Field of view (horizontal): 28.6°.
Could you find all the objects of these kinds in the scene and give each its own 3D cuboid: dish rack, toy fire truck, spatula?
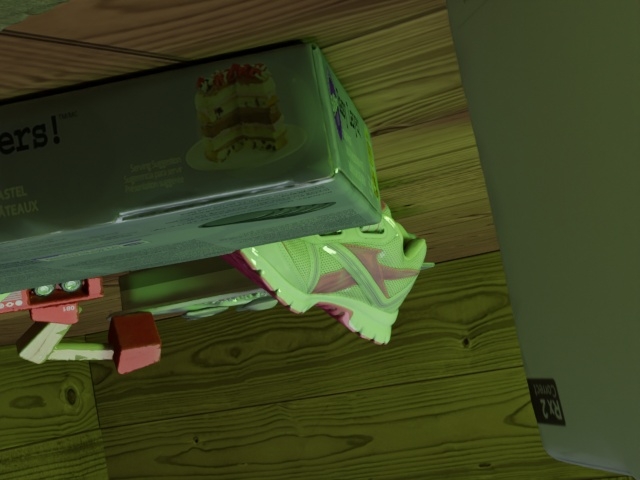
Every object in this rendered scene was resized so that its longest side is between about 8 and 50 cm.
[{"bbox_3d":[-0.047,0.024,1.333,0.286,0.072,0.333,-12,175,18],"label":"dish rack"},{"bbox_3d":[-0.242,0.069,1.126,0.192,0.047,0.135,-9,133,-16],"label":"toy fire truck"},{"bbox_3d":[-0.068,0.073,1.348,0.168,0.019,0.242,-11,176,-10],"label":"spatula"}]

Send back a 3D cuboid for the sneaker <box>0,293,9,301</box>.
[{"bbox_3d":[-0.346,0.054,0.834,0.321,0.127,0.126,-35,-168,-24],"label":"sneaker"}]

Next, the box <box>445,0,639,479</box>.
[{"bbox_3d":[0.128,-0.030,0.353,0.119,0.181,0.181,-11,176,-11],"label":"box"}]

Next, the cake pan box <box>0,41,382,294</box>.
[{"bbox_3d":[-0.108,-0.023,0.650,0.267,0.070,0.246,-11,173,8],"label":"cake pan box"}]

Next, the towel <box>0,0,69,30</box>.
[{"bbox_3d":[-0.132,-0.066,0.305,0.110,0.027,0.148,-13,176,42],"label":"towel"}]

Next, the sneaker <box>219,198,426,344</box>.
[{"bbox_3d":[0.000,0.000,1.050,0.103,0.111,0.252,36,-174,36],"label":"sneaker"}]
